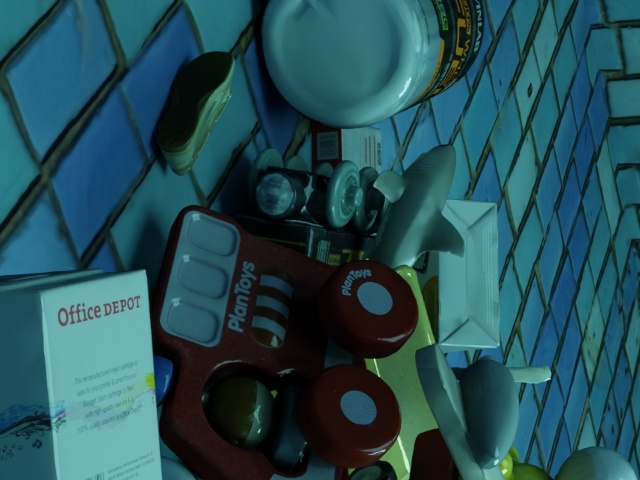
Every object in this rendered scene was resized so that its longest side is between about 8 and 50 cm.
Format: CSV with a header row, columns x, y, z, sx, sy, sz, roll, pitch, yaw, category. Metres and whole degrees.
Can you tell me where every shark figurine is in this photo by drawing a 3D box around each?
x,y,z,sx,sy,sz,roll,pitch,yaw,category
0.110,0.023,1.960,0.166,0.116,0.278,7,101,-68,shark figurine

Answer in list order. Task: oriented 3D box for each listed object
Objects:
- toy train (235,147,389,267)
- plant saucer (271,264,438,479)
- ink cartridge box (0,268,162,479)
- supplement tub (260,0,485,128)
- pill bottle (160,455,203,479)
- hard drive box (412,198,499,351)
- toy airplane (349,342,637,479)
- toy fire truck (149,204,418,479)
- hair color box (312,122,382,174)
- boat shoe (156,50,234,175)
x,y,z,sx,sy,sz,roll,pitch,yaw,category
0.000,0.000,1.994,0.334,0.142,0.190,9,92,-69,toy train
0.009,0.238,1.911,0.333,0.081,0.333,-35,119,-34,plant saucer
-0.238,0.145,1.340,0.171,0.168,0.233,-10,97,-68,ink cartridge box
0.079,-0.261,2.097,0.338,0.207,0.207,-33,118,-64,supplement tub
-0.130,0.296,1.655,0.215,0.117,0.117,51,42,-55,pill bottle
0.127,0.052,2.150,0.089,0.232,0.181,4,81,-26,hard drive box
0.212,0.306,1.743,0.384,0.272,0.386,59,-6,22,toy airplane
-0.059,0.126,1.664,0.169,0.254,0.302,125,-19,-50,toy fire truck
0.036,-0.115,2.190,0.141,0.043,0.072,8,80,-66,hair color box
-0.128,-0.137,1.789,0.048,0.056,0.153,77,25,-48,boat shoe
